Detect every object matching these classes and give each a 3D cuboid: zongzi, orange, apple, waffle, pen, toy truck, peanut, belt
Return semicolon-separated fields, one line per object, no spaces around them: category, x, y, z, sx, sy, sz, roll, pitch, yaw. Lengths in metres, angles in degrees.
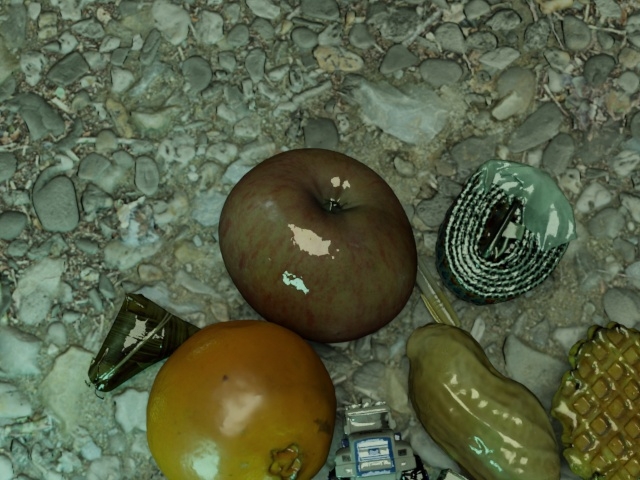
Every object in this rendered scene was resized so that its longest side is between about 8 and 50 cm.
zongzi;-0.292;0.209;1.710;0.184;0.084;0.187;28;86;-1
orange;-0.124;0.275;1.569;0.312;0.312;0.312;-1;76;2
apple;0.000;0.000;1.635;0.345;0.269;0.344;0;67;-1
waffle;0.519;0.281;1.630;0.282;0.058;0.300;27;69;-4
pen;0.174;0.062;1.746;0.040;0.032;0.233;-36;75;15
toy truck;0.084;0.345;1.588;0.161;0.213;0.176;-7;72;0
peanut;0.259;0.284;1.623;0.340;0.158;0.174;41;99;14
belt;0.314;-0.012;1.696;0.207;0.150;0.257;32;81;1

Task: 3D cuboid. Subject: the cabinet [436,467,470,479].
cabinet;0.254;0.480;1.577;0.206;0.150;0.145;30;79;9
